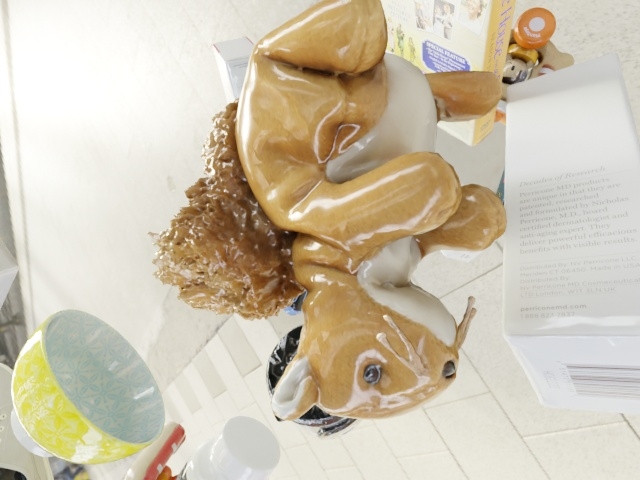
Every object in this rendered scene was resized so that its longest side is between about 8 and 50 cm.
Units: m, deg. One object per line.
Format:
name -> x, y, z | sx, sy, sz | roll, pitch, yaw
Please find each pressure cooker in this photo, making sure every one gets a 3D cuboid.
pressure cooker -> 0.012, 0.534, 1.616 | 0.369, 0.376, 0.420 | 14, 151, 16

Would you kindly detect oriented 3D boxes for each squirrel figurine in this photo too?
squirrel figurine -> 0.000, 0.000, 0.498 | 0.396, 0.281, 0.371 | -3, 90, 36

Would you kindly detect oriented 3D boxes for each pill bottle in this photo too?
pill bottle -> -0.214, 0.521, 0.871 | 0.176, 0.176, 0.319 | 39, 105, 29

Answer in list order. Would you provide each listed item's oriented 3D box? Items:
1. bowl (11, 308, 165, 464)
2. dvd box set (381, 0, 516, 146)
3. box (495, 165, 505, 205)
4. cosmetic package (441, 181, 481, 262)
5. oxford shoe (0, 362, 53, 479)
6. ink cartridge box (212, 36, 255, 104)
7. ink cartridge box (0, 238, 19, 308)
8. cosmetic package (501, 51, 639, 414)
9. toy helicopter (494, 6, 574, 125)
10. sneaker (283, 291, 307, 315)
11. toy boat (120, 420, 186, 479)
bowl -> -0.432, 0.283, 0.757 | 0.289, 0.156, 0.289 | 52, 176, 5
dvd box set -> 0.164, -0.380, 0.688 | 0.307, 0.062, 0.420 | 44, 168, 31
box -> 0.629, -0.164, 1.297 | 0.159, 0.233, 0.044 | 11, 155, 33
cosmetic package -> 0.401, -0.058, 1.241 | 0.151, 0.151, 0.184 | -47, 53, 26
oxford shoe -> -0.768, 0.482, 1.022 | 0.449, 0.169, 0.130 | 54, 175, 22
ink cartridge box -> -0.248, -0.497, 1.451 | 0.226, 0.131, 0.306 | -123, 17, -46
ink cartridge box -> -0.353, -0.010, 0.341 | 0.153, 0.087, 0.208 | -39, 87, 36
cosmetic package -> 0.369, -0.022, 0.607 | 0.161, 0.453, 0.230 | -9, 138, 34
toy helicopter -> 0.489, -0.321, 0.979 | 0.235, 0.140, 0.355 | -38, 81, 5
sneaker -> -0.022, 0.045, 0.916 | 0.090, 0.081, 0.232 | -17, 53, 52
toy boat -> -0.372, 0.558, 1.004 | 0.151, 0.231, 0.151 | 35, 115, -2
